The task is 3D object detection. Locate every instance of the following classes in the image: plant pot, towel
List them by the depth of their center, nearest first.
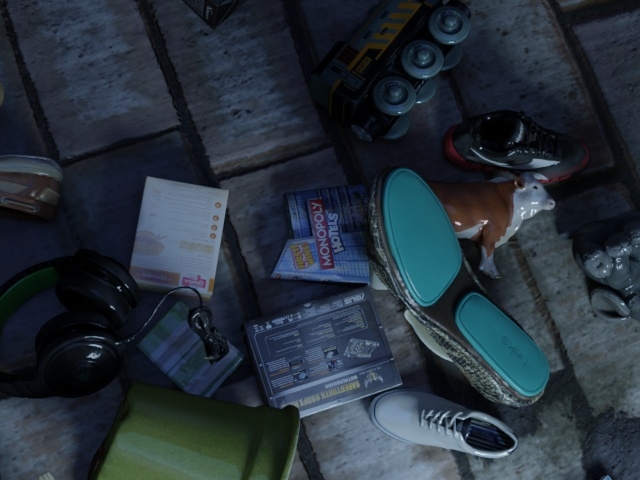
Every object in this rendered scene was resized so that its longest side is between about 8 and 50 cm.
[{"bbox_3d":[-0.201,0.338,1.587,0.254,0.276,0.276,22,74,-8],"label":"plant pot"},{"bbox_3d":[-0.218,0.187,1.763,0.152,0.023,0.113,41,73,2],"label":"towel"}]

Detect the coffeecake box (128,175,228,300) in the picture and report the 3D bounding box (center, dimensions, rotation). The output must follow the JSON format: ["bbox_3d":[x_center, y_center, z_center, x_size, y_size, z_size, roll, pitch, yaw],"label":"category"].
[{"bbox_3d":[-0.241,-0.002,1.781,0.142,0.068,0.185,10,75,-7],"label":"coffeecake box"}]

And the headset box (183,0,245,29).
[{"bbox_3d":[-0.221,-0.566,1.901,0.293,0.110,0.218,43,73,2],"label":"headset box"}]

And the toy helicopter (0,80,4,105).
[{"bbox_3d":[-0.688,-0.239,1.716,0.355,0.140,0.235,8,101,10],"label":"toy helicopter"}]

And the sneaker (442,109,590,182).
[{"bbox_3d":[0.367,-0.171,1.892,0.276,0.135,0.097,8,73,-9],"label":"sneaker"}]

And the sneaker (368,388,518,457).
[{"bbox_3d":[0.212,0.305,1.770,0.258,0.091,0.094,13,75,-6],"label":"sneaker"}]

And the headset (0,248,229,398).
[{"bbox_3d":[-0.350,0.144,1.656,0.394,0.185,0.243,-6,49,17],"label":"headset"}]

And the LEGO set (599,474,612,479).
[{"bbox_3d":[0.513,0.543,1.757,0.182,0.060,0.244,-37,90,-33],"label":"LEGO set"}]

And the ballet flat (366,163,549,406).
[{"bbox_3d":[0.188,0.092,1.741,0.483,0.182,0.164,52,58,-16],"label":"ballet flat"}]

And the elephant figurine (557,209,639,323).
[{"bbox_3d":[0.551,0.080,1.860,0.169,0.186,0.239,-25,110,19],"label":"elephant figurine"}]

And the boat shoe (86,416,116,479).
[{"bbox_3d":[-0.329,0.342,1.686,0.064,0.060,0.178,22,74,-4],"label":"boat shoe"}]

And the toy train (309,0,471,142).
[{"bbox_3d":[0.130,-0.331,1.896,0.190,0.142,0.334,34,73,10],"label":"toy train"}]

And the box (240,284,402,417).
[{"bbox_3d":[0.002,0.194,1.781,0.231,0.056,0.183,-17,80,-13],"label":"box"}]

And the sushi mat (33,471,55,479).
[{"bbox_3d":[-0.371,0.507,1.531,0.151,0.019,0.316,-35,87,-6],"label":"sushi mat"}]

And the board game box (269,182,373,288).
[{"bbox_3d":[0.000,0.000,1.826,0.194,0.060,0.194,-8,78,-12],"label":"board game box"}]

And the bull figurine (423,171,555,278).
[{"bbox_3d":[0.256,-0.033,1.855,0.310,0.101,0.188,3,82,-5],"label":"bull figurine"}]

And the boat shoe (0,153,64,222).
[{"bbox_3d":[-0.588,-0.078,1.717,0.324,0.123,0.116,0,79,-8],"label":"boat shoe"}]
